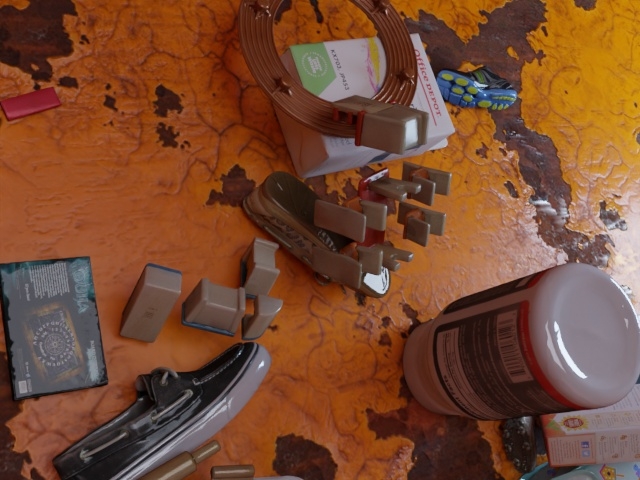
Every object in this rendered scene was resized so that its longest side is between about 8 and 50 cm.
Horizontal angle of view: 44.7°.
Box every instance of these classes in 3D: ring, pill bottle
[{"bbox_3d":[0.024,-0.329,1.296,0.336,0.032,0.336,10,67,-25],"label":"ring"},{"bbox_3d":[0.300,0.175,1.235,0.210,0.363,0.210,9,71,-26],"label":"pill bottle"}]

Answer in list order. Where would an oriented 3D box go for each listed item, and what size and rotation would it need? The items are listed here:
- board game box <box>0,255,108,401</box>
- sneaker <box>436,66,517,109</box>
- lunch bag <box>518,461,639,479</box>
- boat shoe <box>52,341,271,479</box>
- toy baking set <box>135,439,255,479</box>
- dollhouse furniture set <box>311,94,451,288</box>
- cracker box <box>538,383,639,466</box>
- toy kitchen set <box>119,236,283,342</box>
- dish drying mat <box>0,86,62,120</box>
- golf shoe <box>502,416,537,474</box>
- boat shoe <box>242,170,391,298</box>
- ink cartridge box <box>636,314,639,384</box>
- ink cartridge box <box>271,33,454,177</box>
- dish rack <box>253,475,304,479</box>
[{"bbox_3d":[-0.369,0.118,1.075,0.126,0.026,0.186,-5,77,-31],"label":"board game box"},{"bbox_3d":[0.311,-0.314,1.580,0.188,0.067,0.078,5,51,-26],"label":"sneaker"},{"bbox_3d":[0.477,0.485,1.362,0.262,0.160,0.223,-17,82,-28],"label":"lunch bag"},{"bbox_3d":[-0.210,0.231,1.073,0.335,0.121,0.119,-40,100,-30],"label":"boat shoe"},{"bbox_3d":[-0.184,0.383,0.998,0.256,0.030,0.197,-23,94,-23],"label":"toy baking set"},{"bbox_3d":[0.085,-0.085,1.224,0.262,0.135,0.259,-28,129,-48],"label":"dollhouse furniture set"},{"bbox_3d":[0.503,0.318,1.353,0.156,0.232,0.067,-60,140,-71],"label":"cracker box"},{"bbox_3d":[-0.176,0.068,1.170,0.207,0.122,0.166,17,40,-22],"label":"toy kitchen set"},{"bbox_3d":[-0.428,-0.203,1.152,0.083,0.008,0.032,-26,89,-34],"label":"dish drying mat"},{"bbox_3d":[0.370,0.328,1.406,0.086,0.069,0.176,-2,77,-36],"label":"golf shoe"},{"bbox_3d":[0.000,0.000,1.295,0.285,0.089,0.104,43,44,-15],"label":"boat shoe"},{"bbox_3d":[0.543,0.241,1.534,0.311,0.065,0.186,2,73,-27],"label":"ink cartridge box"},{"bbox_3d":[0.100,-0.250,1.398,0.353,0.119,0.207,-15,81,-32],"label":"ink cartridge box"},{"bbox_3d":[-0.107,0.505,1.080,0.285,0.072,0.333,6,73,-29],"label":"dish rack"}]
